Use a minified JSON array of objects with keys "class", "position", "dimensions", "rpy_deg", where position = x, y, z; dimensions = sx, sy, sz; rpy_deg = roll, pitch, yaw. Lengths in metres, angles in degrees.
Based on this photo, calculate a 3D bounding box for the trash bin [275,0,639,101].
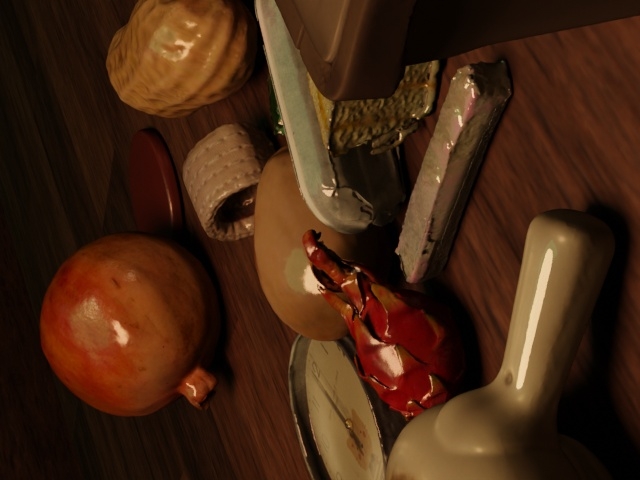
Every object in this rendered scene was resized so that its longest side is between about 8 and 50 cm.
[{"class":"trash bin","position":[0.089,-0.206,0.519],"dimensions":[0.219,0.250,0.219],"rpy_deg":[118,135,-56]}]

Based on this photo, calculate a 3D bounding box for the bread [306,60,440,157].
[{"class":"bread","position":[0.033,-0.156,0.848],"dimensions":[0.110,0.103,0.156],"rpy_deg":[52,138,35]}]

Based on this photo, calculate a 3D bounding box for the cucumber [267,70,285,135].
[{"class":"cucumber","position":[-0.037,-0.158,1.088],"dimensions":[0.067,0.035,0.107],"rpy_deg":[-160,63,-64]}]

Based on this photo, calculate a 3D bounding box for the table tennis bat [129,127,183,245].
[{"class":"table tennis bat","position":[-0.245,-0.015,1.610],"dimensions":[0.200,0.038,0.310],"rpy_deg":[-5,95,66]}]

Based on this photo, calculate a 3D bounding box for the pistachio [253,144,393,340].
[{"class":"pistachio","position":[0.000,0.000,0.978],"dimensions":[0.108,0.126,0.185],"rpy_deg":[43,-146,-76]}]

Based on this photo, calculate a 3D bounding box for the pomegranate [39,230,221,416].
[{"class":"pomegranate","position":[-0.243,0.126,1.452],"dimensions":[0.270,0.229,0.252],"rpy_deg":[39,130,22]}]

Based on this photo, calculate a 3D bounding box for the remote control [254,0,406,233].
[{"class":"remote control","position":[0.011,-0.128,0.916],"dimensions":[0.052,0.104,0.247],"rpy_deg":[-18,85,46]}]

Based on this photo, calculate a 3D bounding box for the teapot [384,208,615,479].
[{"class":"teapot","position":[0.135,0.161,0.708],"dimensions":[0.220,0.149,0.318],"rpy_deg":[-114,24,-45]}]

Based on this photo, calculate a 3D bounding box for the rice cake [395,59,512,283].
[{"class":"rice cake","position":[0.100,-0.048,0.823],"dimensions":[0.034,0.043,0.211],"rpy_deg":[52,146,32]}]

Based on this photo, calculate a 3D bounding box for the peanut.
[{"class":"peanut","position":[-0.166,-0.219,1.226],"dimensions":[0.325,0.140,0.153],"rpy_deg":[-169,87,-69]}]

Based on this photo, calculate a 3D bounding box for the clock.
[{"class":"clock","position":[0.032,0.185,1.075],"dimensions":[0.226,0.049,0.226],"rpy_deg":[39,135,54]}]

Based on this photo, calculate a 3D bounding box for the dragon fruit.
[{"class":"dragon fruit","position":[0.057,0.062,0.887],"dimensions":[0.190,0.094,0.094],"rpy_deg":[56,152,8]}]

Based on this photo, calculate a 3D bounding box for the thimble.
[{"class":"thimble","position":[-0.095,-0.065,1.178],"dimensions":[0.115,0.102,0.090],"rpy_deg":[-43,56,29]}]
